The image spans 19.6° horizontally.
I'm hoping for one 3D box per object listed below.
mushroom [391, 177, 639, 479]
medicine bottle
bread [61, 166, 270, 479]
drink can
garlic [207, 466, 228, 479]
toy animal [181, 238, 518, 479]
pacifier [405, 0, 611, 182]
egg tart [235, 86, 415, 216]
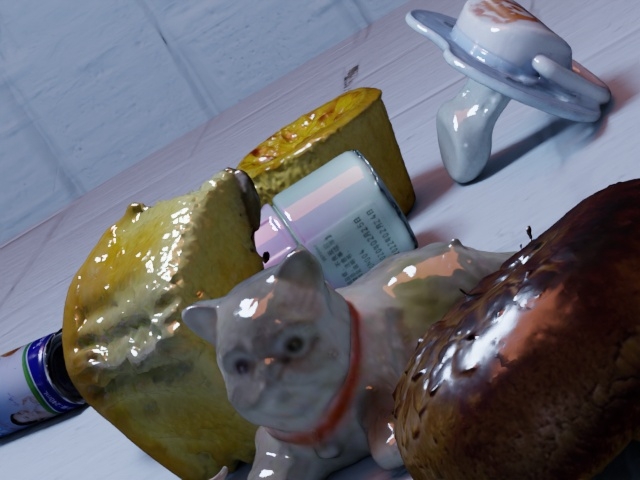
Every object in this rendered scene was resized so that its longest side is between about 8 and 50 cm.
[{"bbox_3d":[0.172,0.069,1.195,0.278,0.163,0.297,-20,16,46],"label":"mushroom"},{"bbox_3d":[0.000,0.000,1.939,0.168,0.135,0.135,-32,12,-3],"label":"medicine bottle"},{"bbox_3d":[-0.134,0.086,1.636,0.162,0.262,0.204,-8,-12,-47],"label":"bread"},{"bbox_3d":[-0.370,0.182,2.230,0.235,0.097,0.097,-22,16,37],"label":"drink can"},{"bbox_3d":[-0.101,0.242,1.417,0.084,0.066,0.152,-11,28,-3],"label":"garlic"},{"bbox_3d":[0.055,0.060,1.501,0.308,0.188,0.266,-31,3,21],"label":"toy animal"},{"bbox_3d":[0.195,-0.155,2.069,0.207,0.227,0.279,-62,27,16],"label":"pacifier"},{"bbox_3d":[0.018,-0.072,2.137,0.202,0.147,0.202,-32,13,8],"label":"egg tart"}]
